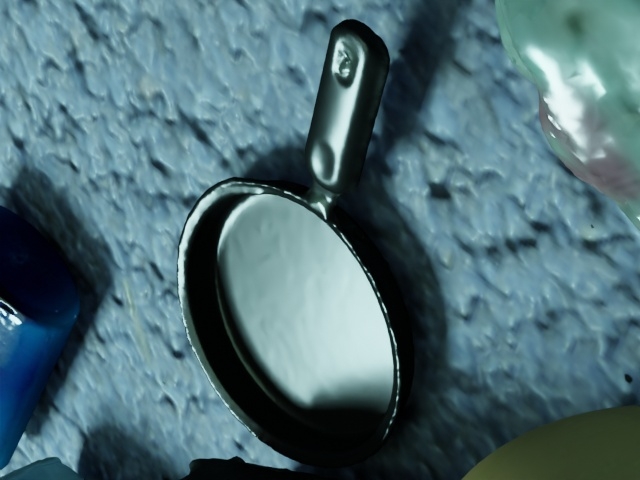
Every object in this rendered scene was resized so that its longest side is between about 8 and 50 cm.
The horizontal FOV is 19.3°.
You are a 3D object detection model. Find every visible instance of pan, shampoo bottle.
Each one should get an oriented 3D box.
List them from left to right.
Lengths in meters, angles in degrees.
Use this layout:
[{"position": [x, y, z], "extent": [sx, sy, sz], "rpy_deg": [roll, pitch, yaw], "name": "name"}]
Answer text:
[{"position": [-0.184, 0.063, 1.006], "extent": [0.087, 0.050, 0.183], "rpy_deg": [47, 138, 15], "name": "shampoo bottle"}, {"position": [0.000, 0.000, 0.787], "extent": [0.136, 0.028, 0.235], "rpy_deg": [42, 139, 24], "name": "pan"}]

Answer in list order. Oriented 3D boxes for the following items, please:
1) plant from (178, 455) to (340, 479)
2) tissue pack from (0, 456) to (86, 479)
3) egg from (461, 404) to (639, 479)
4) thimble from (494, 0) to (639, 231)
[{"position": [0.010, 0.182, 0.777], "extent": [0.256, 0.164, 0.141], "rpy_deg": [30, 129, 45], "name": "plant"}, {"position": [-0.079, 0.249, 0.965], "extent": [0.263, 0.089, 0.177], "rpy_deg": [34, 131, 35], "name": "tissue pack"}, {"position": [0.128, 0.154, 0.596], "extent": [0.244, 0.201, 0.201], "rpy_deg": [40, 135, 38], "name": "egg"}, {"position": [0.144, -0.095, 0.470], "extent": [0.149, 0.185, 0.211], "rpy_deg": [-26, 56, 49], "name": "thimble"}]
